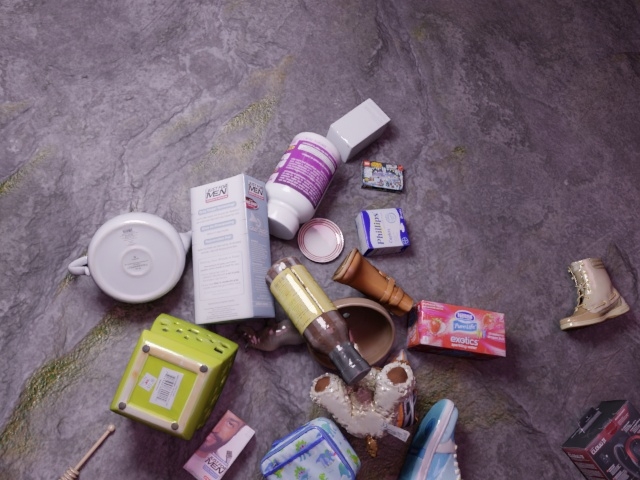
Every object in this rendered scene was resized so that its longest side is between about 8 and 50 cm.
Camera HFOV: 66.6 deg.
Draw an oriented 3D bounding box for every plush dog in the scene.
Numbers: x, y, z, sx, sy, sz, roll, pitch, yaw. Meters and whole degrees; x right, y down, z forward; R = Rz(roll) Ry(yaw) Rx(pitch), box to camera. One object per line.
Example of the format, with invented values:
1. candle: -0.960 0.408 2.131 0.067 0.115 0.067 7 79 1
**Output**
1. plush dog: 0.129 0.400 1.248 0.263 0.225 0.210 -13 99 15

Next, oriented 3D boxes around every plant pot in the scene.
1. plant pot: 0.078 0.235 1.337 0.238 0.237 0.109 5 30 -10
2. plant pot: -0.347 0.326 1.160 0.227 0.207 0.228 23 87 -2

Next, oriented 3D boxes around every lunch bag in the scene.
1. lunch bag: -0.029 0.548 1.190 0.219 0.090 0.176 -37 81 17

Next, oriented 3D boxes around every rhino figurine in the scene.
1. rhino figurine: -0.131 0.248 1.338 0.243 0.073 0.106 -10 70 -13

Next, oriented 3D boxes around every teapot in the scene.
1. teapot: -0.486 0.036 1.288 0.256 0.187 0.252 32 91 -22

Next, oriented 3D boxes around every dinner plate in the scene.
1. dinner plate: 0.000 0.000 1.483 0.141 0.017 0.141 4 69 -10

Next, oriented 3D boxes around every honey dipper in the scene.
1. honey dipper: -0.561 0.516 1.179 0.030 0.030 0.160 36 65 3

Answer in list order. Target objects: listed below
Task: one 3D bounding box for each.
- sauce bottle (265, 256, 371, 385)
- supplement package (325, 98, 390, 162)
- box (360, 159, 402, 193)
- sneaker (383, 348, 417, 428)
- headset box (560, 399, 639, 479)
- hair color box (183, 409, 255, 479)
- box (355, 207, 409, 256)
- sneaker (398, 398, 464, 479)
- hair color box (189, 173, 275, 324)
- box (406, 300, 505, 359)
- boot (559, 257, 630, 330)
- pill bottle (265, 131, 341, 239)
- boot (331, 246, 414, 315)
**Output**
1. sauce bottle: -0.008 0.194 1.183 0.111 0.111 0.344 -27 60 -19
2. supplement package: 0.119 -0.358 1.589 0.179 0.105 0.105 -39 82 -22
3. box: 0.201 -0.209 1.593 0.137 0.027 0.093 6 69 -9
4. sneaker: 0.226 0.412 1.354 0.083 0.084 0.214 13 70 -24
5. headset box: 0.856 0.616 1.384 0.218 0.110 0.293 -34 80 -21
6. hair color box: -0.253 0.524 1.224 0.093 0.053 0.167 37 67 4
7. box: 0.189 -0.026 1.501 0.137 0.072 0.126 -6 71 -13
8. sneaker: 0.340 0.601 1.281 0.208 0.127 0.319 27 77 1
9. hair color box: -0.238 0.029 1.305 0.185 0.114 0.374 -11 77 25
10. box: 0.389 0.264 1.409 0.257 0.122 0.128 11 68 -8
11. boot: 0.836 0.168 1.549 0.262 0.095 0.203 -14 74 -18
12. pill bottle: -0.070 -0.159 1.444 0.169 0.169 0.301 28 67 -1
13. boot: 0.149 0.131 1.333 0.220 0.283 0.109 38 88 11
